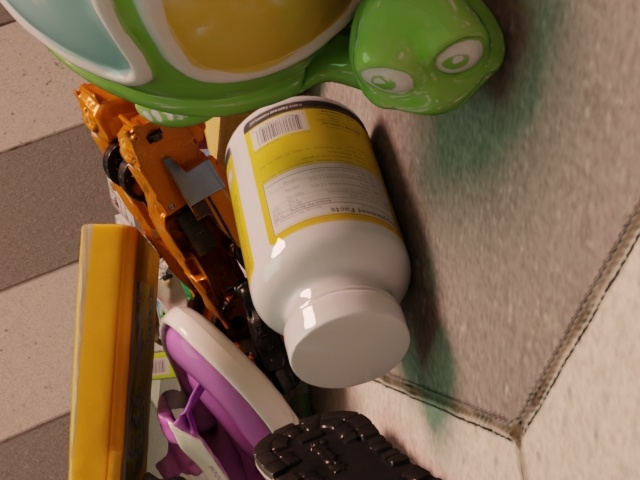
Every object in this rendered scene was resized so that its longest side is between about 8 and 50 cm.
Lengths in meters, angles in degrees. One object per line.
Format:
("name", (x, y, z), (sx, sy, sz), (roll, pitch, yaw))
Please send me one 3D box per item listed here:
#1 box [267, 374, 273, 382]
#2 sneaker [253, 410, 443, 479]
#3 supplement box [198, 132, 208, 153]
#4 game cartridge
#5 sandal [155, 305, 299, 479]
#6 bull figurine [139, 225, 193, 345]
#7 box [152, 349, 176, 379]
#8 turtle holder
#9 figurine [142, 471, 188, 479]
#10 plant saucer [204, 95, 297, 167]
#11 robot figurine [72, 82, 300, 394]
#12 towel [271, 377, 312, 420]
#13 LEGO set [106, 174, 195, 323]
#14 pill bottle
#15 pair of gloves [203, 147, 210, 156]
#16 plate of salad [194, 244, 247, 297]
("box", (-0.080, 0.159, 1.206), (0.169, 0.054, 0.059), (110, 153, -60))
("sneaker", (0.039, 0.206, 0.690), (0.283, 0.107, 0.124), (-133, 27, -75))
("supplement box", (-0.142, -0.122, 1.362), (0.239, 0.073, 0.130), (-136, 43, -72))
("game cartridge", (-0.190, 0.158, 1.067), (0.285, 0.053, 0.323), (127, 144, -84))
("sandal", (-0.090, 0.187, 1.013), (0.169, 0.102, 0.416), (39, 161, 15))
("bull figurine", (-0.216, 0.008, 1.619), (0.188, 0.101, 0.310), (-122, 29, -76))
("box", (-0.224, 0.183, 1.690), (0.178, 0.109, 0.042), (156, 109, -76))
("turtle holder", (-0.071, -0.175, 0.612), (0.227, 0.243, 0.320), (54, -167, -80))
("figurine", (-0.093, 0.316, 1.056), (0.215, 0.092, 0.209), (48, -178, -15))
("plant saucer", (-0.068, -0.282, 1.008), (0.332, 0.081, 0.332), (-108, 20, -44))
("robot figurine", (-0.092, -0.003, 0.945), (0.211, 0.085, 0.291), (37, 159, 55))
("towel", (-0.035, 0.108, 1.077), (0.113, 0.023, 0.152), (125, 140, -70))
("LEGO set", (-0.187, 0.035, 1.409), (0.244, 0.060, 0.182), (42, 145, 47))
("pill bottle", (0.000, 0.000, 0.736), (0.103, 0.103, 0.184), (102, 160, -46))
("pair of gloves", (-0.079, -0.083, 1.100), (0.159, 0.023, 0.198), (-57, 29, 28))
("plate of salad", (-0.085, 0.005, 1.155), (0.200, 0.048, 0.199), (-167, 90, -69))
